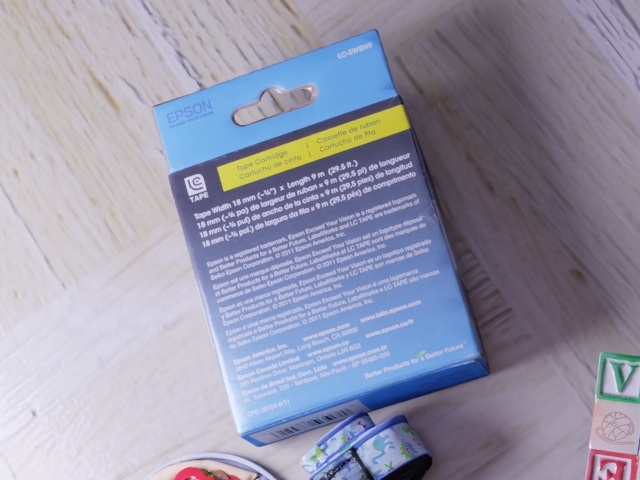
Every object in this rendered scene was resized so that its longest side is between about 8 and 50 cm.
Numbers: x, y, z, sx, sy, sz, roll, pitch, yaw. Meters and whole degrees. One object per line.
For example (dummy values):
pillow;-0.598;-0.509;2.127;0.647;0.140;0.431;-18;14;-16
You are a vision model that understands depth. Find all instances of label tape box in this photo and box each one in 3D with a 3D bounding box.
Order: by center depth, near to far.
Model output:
label tape box;0.000;0.000;1.697;0.240;0.106;0.334;-18;74;8

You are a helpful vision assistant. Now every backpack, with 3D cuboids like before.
backpack;0.040;0.207;1.643;0.114;0.105;0.084;-34;74;-2

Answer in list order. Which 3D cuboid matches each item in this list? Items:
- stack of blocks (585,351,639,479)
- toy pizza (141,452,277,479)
stack of blocks;0.387;0.162;1.541;0.297;0.087;0.171;6;78;13
toy pizza;-0.110;0.302;1.694;0.201;0.032;0.201;-3;77;12
